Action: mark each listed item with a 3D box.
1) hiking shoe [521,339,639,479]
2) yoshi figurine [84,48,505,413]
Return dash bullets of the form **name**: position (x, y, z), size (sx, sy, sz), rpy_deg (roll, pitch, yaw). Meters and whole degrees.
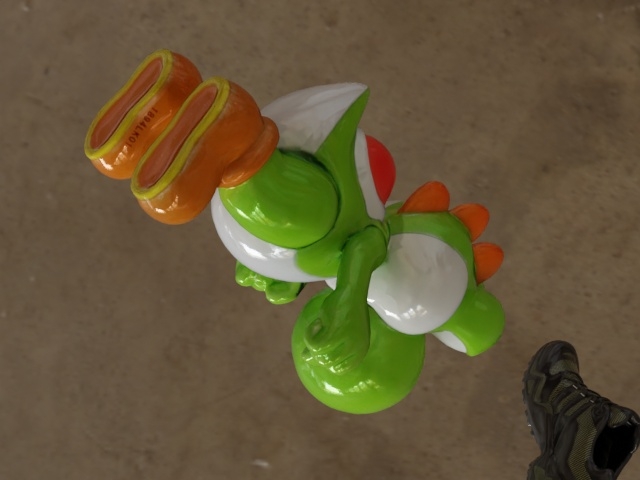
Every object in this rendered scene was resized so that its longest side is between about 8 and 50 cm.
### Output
- **hiking shoe**: position (0.270, 0.187, 1.274), size (0.114, 0.086, 0.226), rpy_deg (-22, 39, 25)
- **yoshi figurine**: position (-0.013, 0.025, 0.954), size (0.203, 0.362, 0.203), rpy_deg (-22, 48, 39)
